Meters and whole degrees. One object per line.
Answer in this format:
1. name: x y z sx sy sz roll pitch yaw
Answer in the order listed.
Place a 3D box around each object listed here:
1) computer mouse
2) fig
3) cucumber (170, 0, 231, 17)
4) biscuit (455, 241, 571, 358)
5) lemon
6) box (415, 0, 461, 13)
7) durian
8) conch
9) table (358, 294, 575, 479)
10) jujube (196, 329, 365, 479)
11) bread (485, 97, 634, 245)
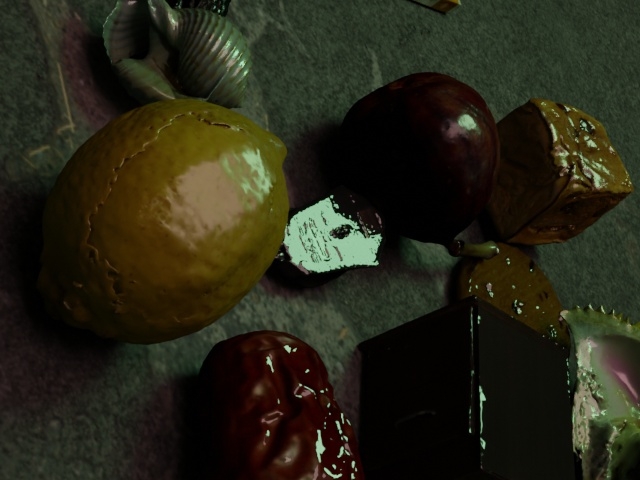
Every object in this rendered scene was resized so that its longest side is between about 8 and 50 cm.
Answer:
1. computer mouse: 0.000 0.000 1.526 0.172 0.057 0.099 -18 84 -40
2. fig: 0.123 -0.064 1.615 0.186 0.204 0.249 -13 106 -10
3. cucumber: -0.121 -0.303 1.558 0.067 0.067 0.245 35 47 -30
4. biscuit: 0.240 0.100 1.748 0.212 0.036 0.212 26 51 -36
5. lemon: -0.140 -0.016 1.248 0.260 0.204 0.204 -40 102 -15
6. box: 0.127 -0.427 1.940 0.122 0.032 0.220 11 60 -46
7. durian: 0.372 0.237 1.714 0.166 0.172 0.306 24 69 -41
8. conch: -0.147 -0.179 1.427 0.153 0.102 0.135 27 54 8
9. table: 0.152 0.196 1.486 0.172 0.169 0.193 29 50 -35
10. jujube: -0.043 0.190 1.289 0.155 0.155 0.230 19 49 -41
11. bread: 0.291 -0.084 1.809 0.149 0.158 0.143 6 57 -48
